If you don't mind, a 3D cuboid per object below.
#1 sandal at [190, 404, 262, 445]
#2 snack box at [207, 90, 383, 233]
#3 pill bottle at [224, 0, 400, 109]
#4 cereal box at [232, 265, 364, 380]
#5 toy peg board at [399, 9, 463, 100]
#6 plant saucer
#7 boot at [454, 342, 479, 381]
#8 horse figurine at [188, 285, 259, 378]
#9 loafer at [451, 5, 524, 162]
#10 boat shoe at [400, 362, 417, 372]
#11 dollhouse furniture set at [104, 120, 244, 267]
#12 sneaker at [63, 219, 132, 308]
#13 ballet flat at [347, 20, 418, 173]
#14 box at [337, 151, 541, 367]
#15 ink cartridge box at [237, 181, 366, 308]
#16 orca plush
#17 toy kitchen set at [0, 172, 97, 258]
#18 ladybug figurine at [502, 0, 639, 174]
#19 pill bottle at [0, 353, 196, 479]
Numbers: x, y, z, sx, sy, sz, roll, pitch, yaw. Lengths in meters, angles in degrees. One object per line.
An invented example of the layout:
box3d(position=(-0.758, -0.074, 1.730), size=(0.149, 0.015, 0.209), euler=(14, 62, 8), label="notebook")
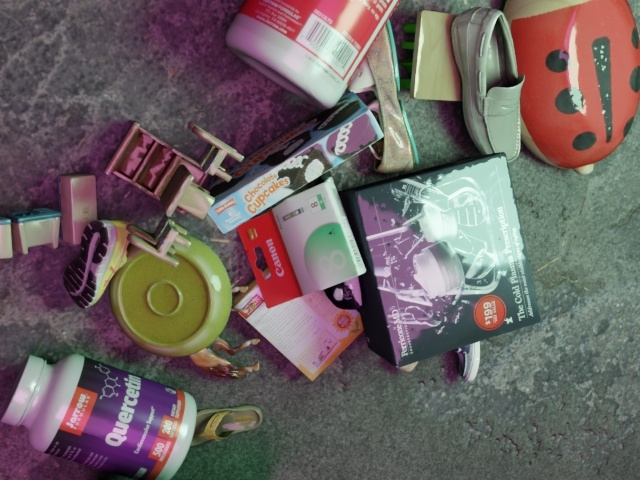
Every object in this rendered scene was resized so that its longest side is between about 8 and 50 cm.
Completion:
box3d(position=(-0.204, 0.382, 1.479), size=(0.180, 0.049, 0.072), euler=(-8, 106, -15), label="sandal")
box3d(position=(-0.053, -0.145, 1.285), size=(0.321, 0.187, 0.060), euler=(-31, 111, 6), label="snack box")
box3d(position=(0.030, -0.454, 1.243), size=(0.229, 0.229, 0.408), euler=(31, 93, -21), label="pill bottle")
box3d(position=(-0.039, 0.148, 1.470), size=(0.173, 0.047, 0.240), euler=(-44, 110, -1), label="cereal box")
box3d(position=(0.230, -0.360, 1.418), size=(0.160, 0.079, 0.161), euler=(-4, 106, -32), label="toy peg board")
box3d(position=(-0.286, 0.104, 1.339), size=(0.240, 0.037, 0.241), euler=(1, 96, 8), label="plant saucer")
box3d(position=(0.302, 0.215, 1.585), size=(0.086, 0.069, 0.190), euler=(3, 95, -10), label="boot")
box3d(position=(-0.209, 0.174, 1.403), size=(0.174, 0.066, 0.264), euler=(-3, 115, 8), label="horse figurine")
box3d(position=(0.336, -0.288, 1.389), size=(0.112, 0.111, 0.320), euler=(-34, 119, -21), label="loafer")
box3d(position=(0.201, 0.202, 1.547), size=(0.059, 0.063, 0.170), euler=(22, 97, -26), label="boat shoe")
box3d(position=(-0.271, -0.108, 1.233), size=(0.161, 0.242, 0.212), euler=(31, 93, -21), label="dollhouse furniture set")
box3d(position=(-0.393, 0.043, 1.310), size=(0.081, 0.094, 0.208), euler=(45, 123, 13), label="sneaker")
box3d(position=(0.109, -0.272, 1.383), size=(0.106, 0.107, 0.316), euler=(-14, 107, 1), label="ballet flat")
box3d(position=(0.224, 0.031, 1.420), size=(0.312, 0.179, 0.344), euler=(-16, 97, -11), label="box")
box3d(position=(-0.047, 0.015, 1.346), size=(0.224, 0.056, 0.181), euler=(-22, 86, 20), label="ink cartridge box")
box3d(position=(0.000, 0.000, 1.390), size=(0.102, 0.151, 0.288), euler=(-13, 105, -13), label="orca plush")
box3d(position=(-0.529, -0.056, 1.268), size=(0.207, 0.166, 0.122), euler=(-15, 112, -51), label="toy kitchen set")
box3d(position=(0.520, -0.346, 1.450), size=(0.304, 0.162, 0.450), euler=(-21, 109, -11), label="ladybug figurine")
box3d(position=(-0.406, 0.324, 1.334), size=(0.322, 0.181, 0.182), euler=(25, 96, -21), label="pill bottle")
